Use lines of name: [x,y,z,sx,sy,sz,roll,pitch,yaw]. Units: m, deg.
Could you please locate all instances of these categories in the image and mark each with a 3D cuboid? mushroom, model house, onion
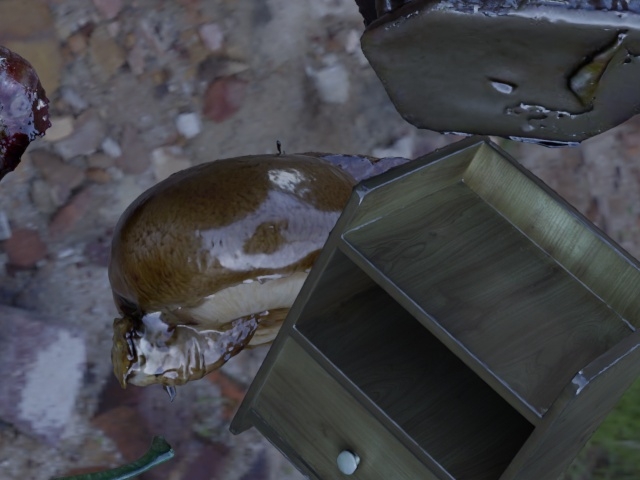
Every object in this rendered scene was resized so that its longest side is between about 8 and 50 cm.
mushroom: [-0.077,0.021,1.300,0.278,0.297,0.163,-24,77,-20]
model house: [0.120,-0.145,0.866,0.203,0.141,0.164,8,51,-5]
onion: [-0.362,-0.116,1.367,0.135,0.198,0.173,44,66,-36]

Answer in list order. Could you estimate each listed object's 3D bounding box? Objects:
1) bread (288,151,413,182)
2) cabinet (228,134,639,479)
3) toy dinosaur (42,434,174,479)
bread: [-0.006,0.012,1.558,0.246,0.135,0.232,-6,107,-25]
cabinet: [0.077,0.082,0.902,0.175,0.215,0.148,43,38,20]
toy dinosaur: [-0.360,0.301,1.338,0.447,0.301,0.087,-58,157,-45]
